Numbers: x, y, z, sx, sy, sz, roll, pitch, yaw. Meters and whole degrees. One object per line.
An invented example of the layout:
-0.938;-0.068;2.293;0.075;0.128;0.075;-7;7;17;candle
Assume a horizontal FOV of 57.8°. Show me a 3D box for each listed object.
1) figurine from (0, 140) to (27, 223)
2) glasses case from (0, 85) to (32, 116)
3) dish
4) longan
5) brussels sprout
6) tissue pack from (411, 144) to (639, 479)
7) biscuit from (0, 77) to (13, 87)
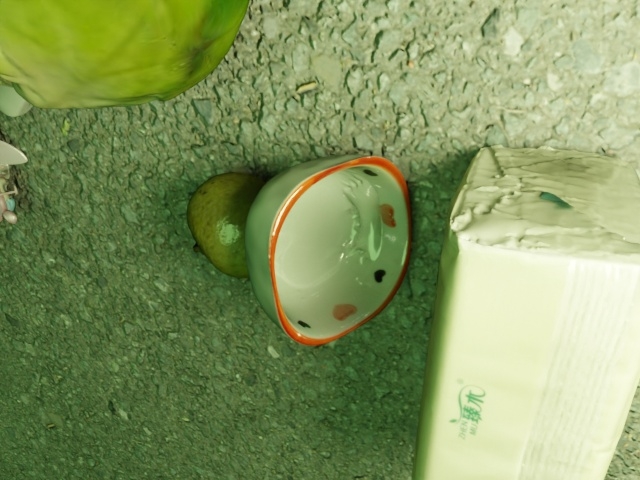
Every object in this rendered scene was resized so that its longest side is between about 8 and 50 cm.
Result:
-0.642;-0.142;1.037;0.205;0.103;0.260;-7;103;25;figurine
-0.466;-0.274;0.918;0.197;0.049;0.076;-37;96;32;glasses case
0.000;0.000;0.770;0.117;0.256;0.256;24;129;46;dish
-0.126;-0.018;0.848;0.176;0.145;0.155;-19;81;26;longan
-0.242;-0.303;0.661;0.344;0.344;0.268;-24;72;32;brussels sprout
0.234;0.109;0.672;0.207;0.297;0.381;10;118;16;tissue pack
-0.404;-0.419;0.769;0.143;0.078;0.426;15;113;14;biscuit
